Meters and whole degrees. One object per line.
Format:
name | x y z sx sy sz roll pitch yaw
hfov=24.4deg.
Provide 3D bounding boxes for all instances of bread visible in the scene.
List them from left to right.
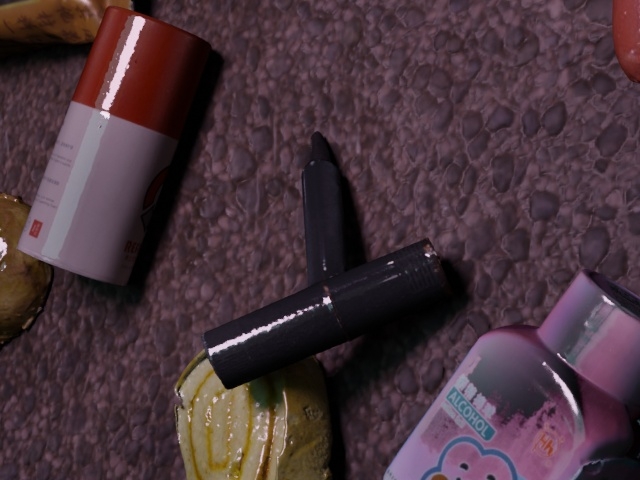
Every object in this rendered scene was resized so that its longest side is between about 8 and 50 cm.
bread | -0.047 0.142 1.072 0.117 0.064 0.156 -26 60 37

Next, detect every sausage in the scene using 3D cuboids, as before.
sausage | 0.214 -0.143 0.933 0.059 0.054 0.094 4 79 1

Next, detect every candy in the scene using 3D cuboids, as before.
candy | -0.270 -0.228 1.359 0.271 0.101 0.143 -8 78 34

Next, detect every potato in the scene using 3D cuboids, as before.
potato | -0.336 0.030 1.350 0.200 0.081 0.164 -15 68 40

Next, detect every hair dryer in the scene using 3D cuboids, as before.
hair dryer | -0.015 0.002 1.071 0.173 0.050 0.195 -23 45 1

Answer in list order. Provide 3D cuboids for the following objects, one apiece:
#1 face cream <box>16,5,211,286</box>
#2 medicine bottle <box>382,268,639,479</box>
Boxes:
face cream | -0.169 -0.077 1.223 0.096 0.096 0.214 21 91 43
medicine bottle | 0.139 0.115 0.898 0.188 0.094 0.119 -57 48 13
